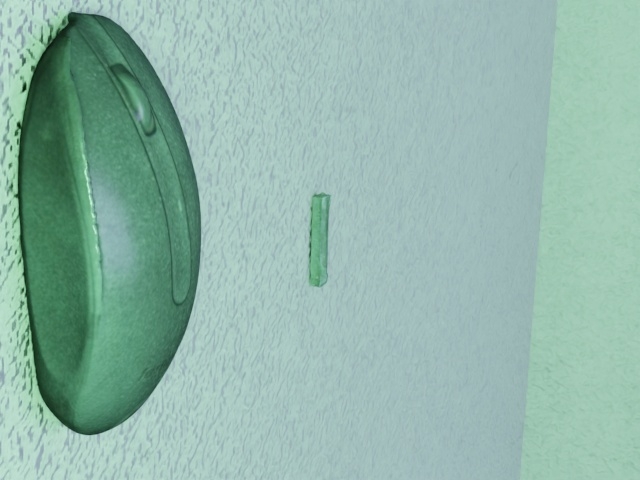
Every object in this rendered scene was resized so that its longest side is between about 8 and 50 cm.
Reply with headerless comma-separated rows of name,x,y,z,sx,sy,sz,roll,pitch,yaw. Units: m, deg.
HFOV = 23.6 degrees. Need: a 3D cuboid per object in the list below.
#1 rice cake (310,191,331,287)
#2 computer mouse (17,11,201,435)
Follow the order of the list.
rice cake,0.000,0.000,1.917,0.022,0.021,0.121,-23,121,-55
computer mouse,-0.170,-0.008,1.324,0.203,0.114,0.374,-38,132,-61
